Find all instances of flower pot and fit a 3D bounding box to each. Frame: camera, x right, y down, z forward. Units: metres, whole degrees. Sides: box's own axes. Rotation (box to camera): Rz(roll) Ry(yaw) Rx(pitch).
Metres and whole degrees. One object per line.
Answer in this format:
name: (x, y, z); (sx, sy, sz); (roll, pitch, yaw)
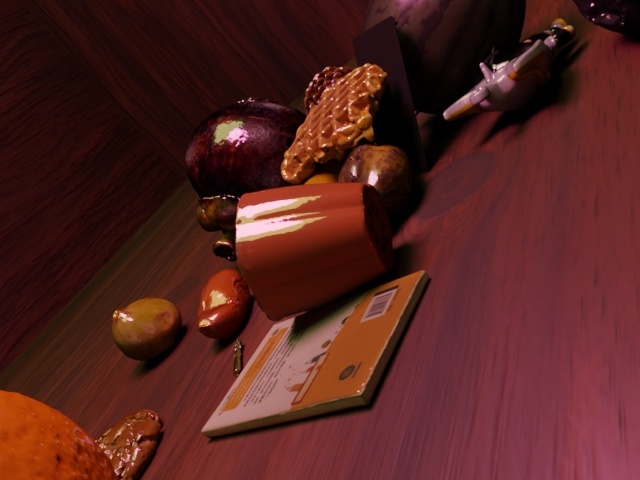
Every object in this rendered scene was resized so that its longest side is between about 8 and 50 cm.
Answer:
flower pot: (0.000, 0.000, 0.923); (0.173, 0.190, 0.190); (-16, 24, 21)

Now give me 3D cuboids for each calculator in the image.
calculator: (0.156, -0.284, 1.589); (0.157, 0.033, 0.236); (-51, 18, -30)

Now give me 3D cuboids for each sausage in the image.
sausage: (-0.168, 0.114, 1.189); (0.089, 0.089, 0.179); (-34, 20, 20)

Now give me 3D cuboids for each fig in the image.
fig: (-0.342, 0.176, 1.347); (0.136, 0.121, 0.153); (-47, -7, -4)

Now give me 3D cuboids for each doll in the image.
doll: (0.313, -0.274, 1.087); (0.146, 0.103, 0.316); (1, 32, 39)

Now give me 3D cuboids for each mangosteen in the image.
mangosteen: (-0.132, -0.143, 1.432); (0.330, 0.330, 0.330); (-37, 17, 13)

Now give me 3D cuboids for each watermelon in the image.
watermelon: (0.218, -0.383, 1.249); (0.279, 0.279, 0.359); (-51, -10, -33)

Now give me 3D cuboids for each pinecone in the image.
pinecone: (0.049, -0.358, 1.772); (0.169, 0.185, 0.212); (-11, 9, 12)

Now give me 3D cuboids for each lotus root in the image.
lotus root: (0.088, -0.090, 1.081); (0.120, 0.120, 0.209); (-31, 17, 29)

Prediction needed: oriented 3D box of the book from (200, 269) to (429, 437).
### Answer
book: (-0.011, 0.145, 0.850); (0.295, 0.020, 0.208); (-25, 22, 43)

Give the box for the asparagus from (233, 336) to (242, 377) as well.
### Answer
asparagus: (-0.125, 0.176, 1.030); (0.015, 0.014, 0.114); (-60, 14, 11)

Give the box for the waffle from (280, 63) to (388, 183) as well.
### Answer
waffle: (0.022, -0.200, 1.186); (0.249, 0.056, 0.253); (-57, 21, -2)

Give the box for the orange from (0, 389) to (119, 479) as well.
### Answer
orange: (-0.344, 0.321, 0.658); (0.341, 0.293, 0.340); (-27, 36, 22)

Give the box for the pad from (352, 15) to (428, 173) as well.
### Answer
pad: (0.122, -0.245, 1.197); (0.009, 0.264, 0.159); (-17, 8, -22)

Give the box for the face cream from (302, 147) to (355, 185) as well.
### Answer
face cream: (-0.003, -0.048, 1.188); (0.105, 0.105, 0.348); (-29, 19, 33)

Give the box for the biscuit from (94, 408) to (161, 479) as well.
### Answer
biscuit: (-0.324, 0.339, 1.003); (0.226, 0.042, 0.226); (-36, 15, 12)

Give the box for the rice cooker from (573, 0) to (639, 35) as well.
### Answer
rice cooker: (0.444, -0.415, 0.913); (0.224, 0.267, 0.267); (-39, 16, 8)
